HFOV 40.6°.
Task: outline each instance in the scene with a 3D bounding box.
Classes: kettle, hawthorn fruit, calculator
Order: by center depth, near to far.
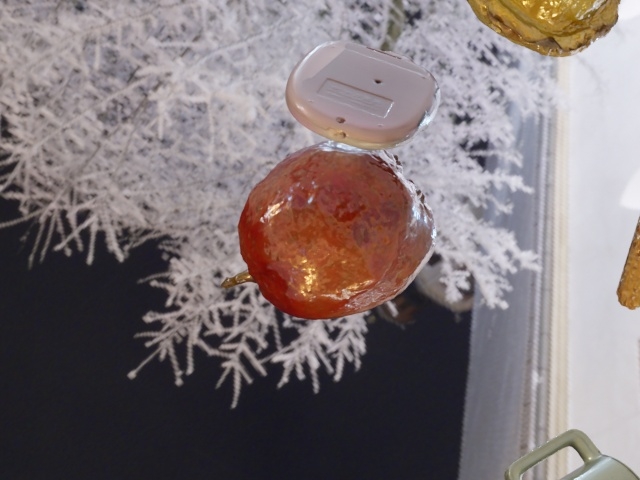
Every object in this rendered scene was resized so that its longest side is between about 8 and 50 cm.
[{"bbox_3d":[0.032,-0.106,0.603,0.103,0.024,0.166,19,-147,6],"label":"calculator"},{"bbox_3d":[0.000,0.000,0.986,0.205,0.253,0.205,56,-174,-9],"label":"hawthorn fruit"},{"bbox_3d":[0.527,0.601,1.874,0.318,0.205,0.265,-25,-140,-19],"label":"kettle"}]

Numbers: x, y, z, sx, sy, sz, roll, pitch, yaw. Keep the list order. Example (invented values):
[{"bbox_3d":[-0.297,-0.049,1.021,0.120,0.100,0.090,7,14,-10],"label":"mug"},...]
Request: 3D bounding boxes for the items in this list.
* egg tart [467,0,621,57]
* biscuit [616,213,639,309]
[{"bbox_3d":[0.282,-0.364,1.071,0.288,0.118,0.288,7,-108,-23],"label":"egg tart"},{"bbox_3d":[0.645,-0.052,1.667,0.054,0.378,0.094,17,-167,19],"label":"biscuit"}]
